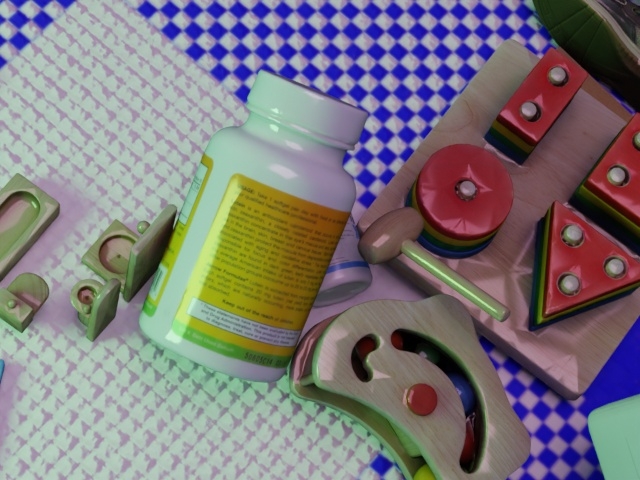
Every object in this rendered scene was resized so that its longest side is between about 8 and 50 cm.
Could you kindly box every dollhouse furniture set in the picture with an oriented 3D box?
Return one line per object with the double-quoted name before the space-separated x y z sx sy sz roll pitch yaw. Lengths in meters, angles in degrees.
"dollhouse furniture set" -0.231 0.001 1.529 0.151 0.123 0.144 37 68 5

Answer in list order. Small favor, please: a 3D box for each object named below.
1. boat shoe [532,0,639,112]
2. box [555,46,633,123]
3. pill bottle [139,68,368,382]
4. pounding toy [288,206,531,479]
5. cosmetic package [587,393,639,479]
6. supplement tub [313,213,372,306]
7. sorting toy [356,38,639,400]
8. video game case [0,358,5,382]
"boat shoe" 0.304 -0.193 1.726 0.223 0.080 0.073 43 63 2
"box" 0.248 -0.068 1.695 0.201 0.021 0.164 45 69 8
"pill bottle" -0.051 -0.014 1.509 0.136 0.136 0.246 22 97 -1
"pounding toy" 0.077 0.117 1.500 0.154 0.155 0.269 -26 89 -23
"cosmetic package" 0.480 0.220 1.375 0.327 0.393 0.329 -13 82 -27
"supplement tub" 0.000 0.000 1.599 0.071 0.071 0.107 -13 73 -14
"sorting toy" 0.210 -0.035 1.617 0.257 0.089 0.255 37 69 5
"video game case" -0.346 0.169 1.505 0.119 0.015 0.166 12 68 -5
